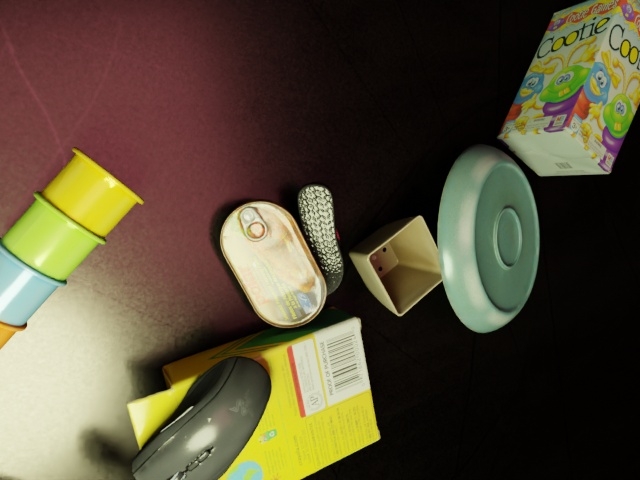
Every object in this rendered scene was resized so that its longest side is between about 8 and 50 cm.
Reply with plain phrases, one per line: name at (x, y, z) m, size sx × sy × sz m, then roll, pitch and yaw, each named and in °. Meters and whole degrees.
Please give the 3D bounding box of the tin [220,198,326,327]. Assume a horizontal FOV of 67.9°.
tin at (-0.064, 0.032, 0.656) m, size 0.106 × 0.040 × 0.189 m, roll -26°, pitch 107°, yaw -3°

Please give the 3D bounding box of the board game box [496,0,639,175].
board game box at (0.461, -0.270, 0.844) m, size 0.142 × 0.144 × 0.275 m, roll 31°, pitch 81°, yaw -26°

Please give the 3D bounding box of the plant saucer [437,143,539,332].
plant saucer at (0.296, -0.004, 0.790) m, size 0.318 × 0.044 × 0.316 m, roll 0°, pitch 90°, yaw -45°

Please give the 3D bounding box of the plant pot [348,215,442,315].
plant pot at (0.107, 0.033, 0.725) m, size 0.109 × 0.096 × 0.108 m, roll -37°, pitch 110°, yaw -20°

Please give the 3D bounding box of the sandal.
sandal at (0.000, 0.000, 0.690) m, size 0.067 × 0.040 × 0.179 m, roll 0°, pitch 111°, yaw 4°

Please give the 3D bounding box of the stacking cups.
stacking cups at (-0.337, 0.044, 0.519) m, size 0.096 × 0.096 × 0.316 m, roll 43°, pitch 81°, yaw -24°

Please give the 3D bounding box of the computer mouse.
computer mouse at (-0.131, 0.279, 0.560) m, size 0.262 × 0.060 × 0.184 m, roll -43°, pitch 109°, yaw -13°

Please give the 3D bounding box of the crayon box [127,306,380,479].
crayon box at (-0.083, 0.237, 0.660) m, size 0.319 × 0.081 × 0.202 m, roll -15°, pitch 102°, yaw -25°
